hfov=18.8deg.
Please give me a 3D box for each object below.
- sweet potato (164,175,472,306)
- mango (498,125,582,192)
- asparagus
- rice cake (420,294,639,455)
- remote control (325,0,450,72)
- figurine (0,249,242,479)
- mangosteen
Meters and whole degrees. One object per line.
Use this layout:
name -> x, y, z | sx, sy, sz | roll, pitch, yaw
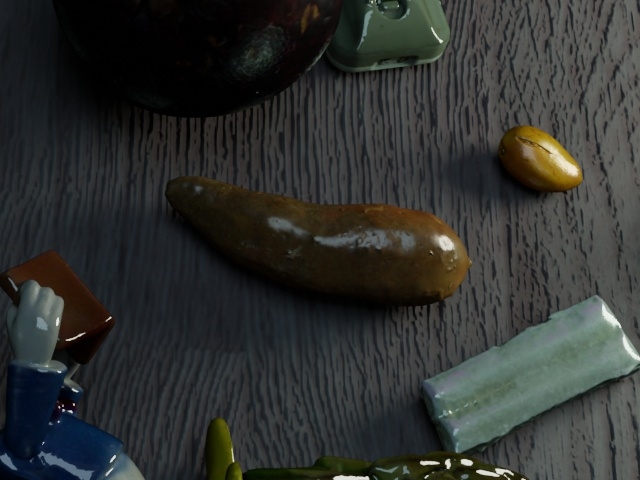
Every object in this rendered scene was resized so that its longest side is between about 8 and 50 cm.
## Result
sweet potato -> -0.001, 0.001, 1.756 | 0.292, 0.097, 0.097 | 13, 59, -6
mango -> 0.215, -0.078, 1.883 | 0.089, 0.046, 0.060 | 25, 57, -5
asparagus -> 0.058, 0.217, 1.652 | 0.287, 0.080, 0.080 | -1, 61, -24
rice cake -> 0.191, 0.125, 1.765 | 0.226, 0.040, 0.085 | -24, 70, -25
remote control -> 0.029, -0.324, 1.963 | 0.128, 0.065, 0.335 | -10, 64, -17
figurine -> -0.241, 0.155, 1.549 | 0.338, 0.204, 0.283 | -9, 92, -7
mangosteen -> -0.109, -0.250, 1.781 | 0.288, 0.288, 0.288 | 6, 60, -11
